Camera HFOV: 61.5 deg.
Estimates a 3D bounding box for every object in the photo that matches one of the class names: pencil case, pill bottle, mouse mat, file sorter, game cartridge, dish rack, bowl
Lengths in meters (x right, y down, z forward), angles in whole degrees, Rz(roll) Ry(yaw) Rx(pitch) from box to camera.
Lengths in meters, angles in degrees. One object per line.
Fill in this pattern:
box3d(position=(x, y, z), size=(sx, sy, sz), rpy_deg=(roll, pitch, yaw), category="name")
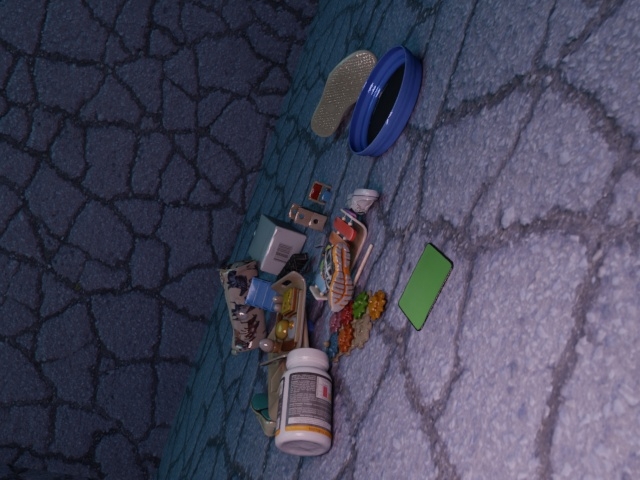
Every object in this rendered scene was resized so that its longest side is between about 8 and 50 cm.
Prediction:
box3d(position=(-0.341, 0.291, 2.361), size=(0.160, 0.183, 0.410), rpy_deg=(10, 109, 62), category="pencil case")
box3d(position=(-0.044, 0.470, 1.579), size=(0.162, 0.162, 0.278), rpy_deg=(-51, 26, 45), category="pill bottle")
box3d(position=(0.254, 0.111, 1.321), size=(0.152, 0.007, 0.190), rpy_deg=(-120, 50, -66), category="mouse mat")
box3d(position=(-0.212, 0.238, 2.266), size=(0.104, 0.170, 0.118), rpy_deg=(5, 77, 67), category="file sorter")
box3d(position=(0.000, 0.000, 2.130), size=(0.083, 0.017, 0.056), rpy_deg=(163, 120, -68), category="game cartridge")
box3d(position=(-0.102, 0.202, 2.118), size=(0.208, 0.074, 0.271), rpy_deg=(-55, 36, 43), category="dish rack")
box3d(position=(0.220, -0.472, 1.861), size=(0.391, 0.077, 0.391), rpy_deg=(-162, 90, -72), category="bowl")

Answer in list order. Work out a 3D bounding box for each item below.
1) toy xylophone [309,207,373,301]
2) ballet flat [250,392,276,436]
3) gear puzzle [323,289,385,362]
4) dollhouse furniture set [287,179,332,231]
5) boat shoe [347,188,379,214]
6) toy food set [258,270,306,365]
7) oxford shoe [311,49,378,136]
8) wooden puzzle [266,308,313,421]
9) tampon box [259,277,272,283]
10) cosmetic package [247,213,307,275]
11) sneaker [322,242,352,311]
box3d(position=(0.071, 0.058, 1.770), size=(0.323, 0.081, 0.236), rpy_deg=(-71, 19, 2), category="toy xylophone")
box3d(position=(-0.208, 0.654, 2.008), size=(0.086, 0.086, 0.248), rpy_deg=(-71, 19, 1), category="ballet flat")
box3d(position=(0.095, 0.240, 1.586), size=(0.339, 0.044, 0.175), rpy_deg=(-45, 32, 53), category="gear puzzle")
box3d(position=(-0.036, -0.152, 2.196), size=(0.184, 0.129, 0.129), rpy_deg=(-69, 19, 6), category="dollhouse furniture set")
box3d(position=(0.140, -0.123, 1.778), size=(0.226, 0.083, 0.076), rpy_deg=(166, 110, -82), category="boat shoe")
box3d(position=(-0.145, 0.279, 1.899), size=(0.220, 0.092, 0.306), rpy_deg=(-37, 43, 55), category="toy food set")
box3d(position=(0.097, -0.623, 2.255), size=(0.449, 0.169, 0.130), rpy_deg=(-52, 5, 46), category="oxford shoe")
box3d(position=(-0.102, 0.420, 1.933), size=(0.322, 0.080, 0.348), rpy_deg=(-59, 27, 32), category="wooden puzzle")
box3d(position=(-0.299, 0.236, 2.586), size=(0.161, 0.120, 0.101), rpy_deg=(-171, 98, -71), category="tampon box")
box3d(position=(-0.209, 0.020, 2.492), size=(0.385, 0.156, 0.217), rpy_deg=(-139, 70, -71), category="cosmetic package")
box3d(position=(0.044, 0.117, 1.659), size=(0.083, 0.084, 0.215), rpy_deg=(-17, 60, 44), category="sneaker")
